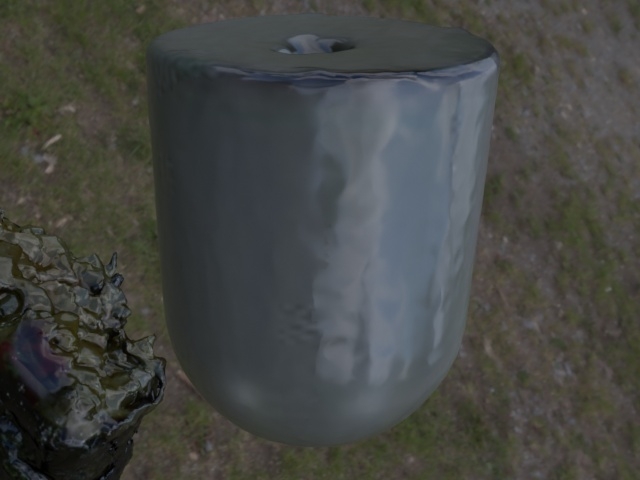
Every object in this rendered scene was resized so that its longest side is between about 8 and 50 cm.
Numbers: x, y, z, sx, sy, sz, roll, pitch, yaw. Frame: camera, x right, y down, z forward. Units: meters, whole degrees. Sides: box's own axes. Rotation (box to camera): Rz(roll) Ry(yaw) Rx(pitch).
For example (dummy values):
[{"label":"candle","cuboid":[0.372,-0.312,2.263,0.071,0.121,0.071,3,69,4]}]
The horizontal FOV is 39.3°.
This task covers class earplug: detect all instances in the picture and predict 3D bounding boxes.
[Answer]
[{"label":"earplug","cuboid":[0.000,0.000,0.862,0.313,0.313,0.394,-22,121,-45]}]

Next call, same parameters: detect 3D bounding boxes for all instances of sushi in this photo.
[{"label":"sushi","cuboid":[-0.181,0.069,0.593,0.147,0.115,0.212,8,34,-50]}]
